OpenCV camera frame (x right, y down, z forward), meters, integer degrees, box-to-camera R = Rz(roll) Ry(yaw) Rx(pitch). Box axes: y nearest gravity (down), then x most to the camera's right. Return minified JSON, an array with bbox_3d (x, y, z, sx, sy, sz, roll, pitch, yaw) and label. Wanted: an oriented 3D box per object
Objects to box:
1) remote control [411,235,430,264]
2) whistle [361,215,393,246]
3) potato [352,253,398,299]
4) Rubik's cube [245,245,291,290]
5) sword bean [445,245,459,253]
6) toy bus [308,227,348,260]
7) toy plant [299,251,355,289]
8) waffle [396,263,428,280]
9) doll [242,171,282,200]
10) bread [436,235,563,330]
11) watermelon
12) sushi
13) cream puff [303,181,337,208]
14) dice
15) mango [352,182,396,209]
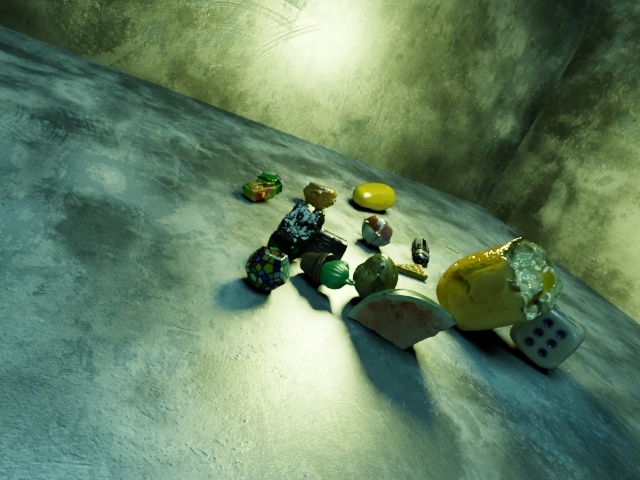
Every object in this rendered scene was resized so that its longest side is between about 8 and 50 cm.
[{"bbox_3d":[0.482,0.045,2.263,0.090,0.066,0.266,22,20,2],"label":"remote control"},{"bbox_3d":[0.254,-0.055,2.169,0.142,0.134,0.346,17,13,1],"label":"whistle"},{"bbox_3d":[0.185,0.128,1.568,0.137,0.154,0.200,65,6,19],"label":"potato"},{"bbox_3d":[-0.151,0.081,1.375,0.133,0.133,0.112,9,50,-37],"label":"Rubik's cube"},{"bbox_3d":[0.726,0.048,2.619,0.083,0.012,0.012,32,21,21],"label":"sword bean"},{"bbox_3d":[0.000,0.000,1.772,0.199,0.096,0.108,27,16,-3],"label":"toy bus"},{"bbox_3d":[0.034,0.100,1.542,0.200,0.105,0.143,24,25,23],"label":"toy plant"},{"bbox_3d":[0.358,0.107,2.015,0.191,0.032,0.125,21,22,-15],"label":"waffle"},{"bbox_3d":[-0.248,-0.228,2.022,0.134,0.106,0.186,27,36,19],"label":"doll"},{"bbox_3d":[0.619,0.154,1.730,0.361,0.394,0.250,-27,95,-44],"label":"bread"},{"bbox_3d":[0.237,0.224,1.438,0.260,0.256,0.176,35,65,3],"label":"watermelon"},{"bbox_3d":[-0.077,-0.030,1.622,0.127,0.124,0.225,34,60,7],"label":"sushi"},{"bbox_3d":[-0.004,-0.207,2.242,0.165,0.115,0.150,22,12,18],"label":"cream puff"},{"bbox_3d":[0.825,0.337,1.738,0.194,0.193,0.192,45,23,16],"label":"dice"},{"bbox_3d":[0.291,-0.249,2.653,0.331,0.142,0.195,0,27,-44],"label":"mango"}]
